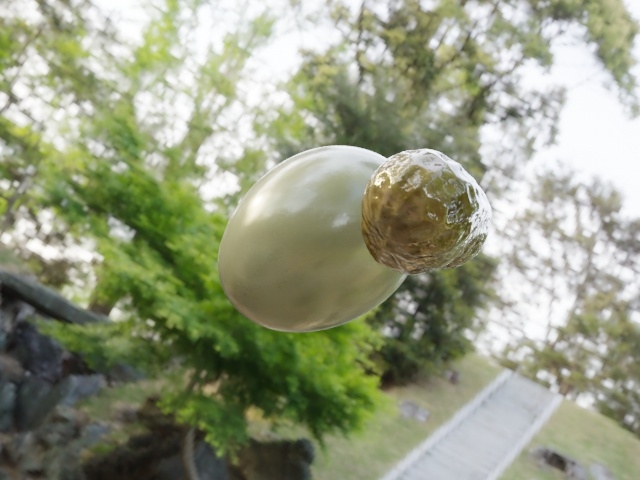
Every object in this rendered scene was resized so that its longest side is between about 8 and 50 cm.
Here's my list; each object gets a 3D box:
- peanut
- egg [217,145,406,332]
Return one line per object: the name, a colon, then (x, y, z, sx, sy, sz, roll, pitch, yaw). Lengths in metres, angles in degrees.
peanut: (0.091, -0.020, 0.968, 0.095, 0.108, 0.226, 50, 11, 13)
egg: (0.000, 0.000, 1.199, 0.186, 0.242, 0.186, 44, -25, 27)
